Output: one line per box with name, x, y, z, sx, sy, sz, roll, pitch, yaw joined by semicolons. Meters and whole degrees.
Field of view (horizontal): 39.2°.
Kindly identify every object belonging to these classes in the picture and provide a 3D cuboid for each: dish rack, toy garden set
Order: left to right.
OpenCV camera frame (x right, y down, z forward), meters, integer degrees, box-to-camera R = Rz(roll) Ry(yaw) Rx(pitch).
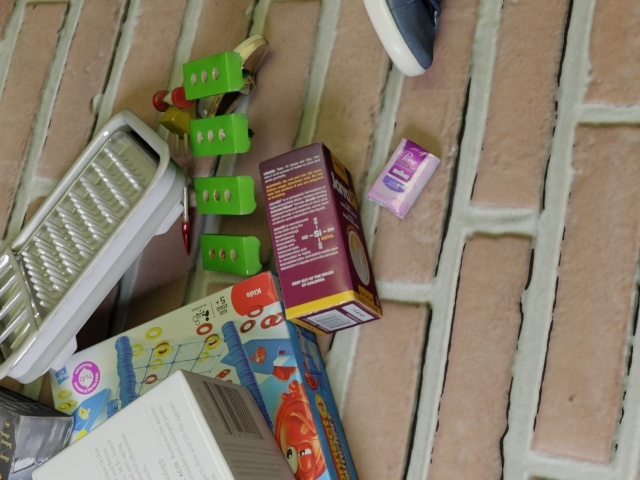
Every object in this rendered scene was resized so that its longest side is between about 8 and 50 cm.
dish rack;-0.289;0.008;1.087;0.333;0.072;0.285;-52;31;1
toy garden set;-0.128;-0.089;1.070;0.204;0.049;0.244;3;100;56

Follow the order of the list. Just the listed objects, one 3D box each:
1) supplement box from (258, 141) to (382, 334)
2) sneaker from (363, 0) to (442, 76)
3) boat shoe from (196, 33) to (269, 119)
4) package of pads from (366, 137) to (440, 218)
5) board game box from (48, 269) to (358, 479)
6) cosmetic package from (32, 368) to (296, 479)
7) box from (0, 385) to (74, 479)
supplement box;0.000;0.000;1.006;0.081;0.104;0.188;-17;69;16
sneaker;0.130;-0.363;1.046;0.148;0.131;0.350;-10;71;24
boat shoe;-0.106;-0.200;1.142;0.045;0.050;0.135;46;104;23
package of pads;0.095;-0.071;1.029;0.050;0.032;0.083;33;88;24
board game box;-0.132;0.232;1.000;0.308;0.086;0.302;-24;67;14
cosmetic package;-0.142;0.242;0.868;0.184;0.151;0.151;-36;65;10
box;-0.441;0.285;1.064;0.307;0.076;0.242;10;86;36
